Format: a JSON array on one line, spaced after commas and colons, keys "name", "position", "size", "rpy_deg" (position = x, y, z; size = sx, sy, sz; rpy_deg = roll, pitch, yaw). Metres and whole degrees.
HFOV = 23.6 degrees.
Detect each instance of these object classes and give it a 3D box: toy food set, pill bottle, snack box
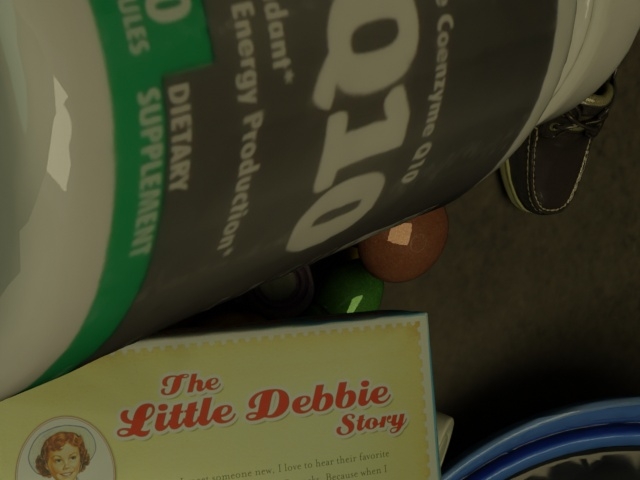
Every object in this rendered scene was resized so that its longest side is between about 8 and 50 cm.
[{"name": "toy food set", "position": [0.000, 0.000, 0.761], "size": [0.218, 0.071, 0.128], "rpy_deg": [-48, 127, -5]}, {"name": "pill bottle", "position": [-0.034, -0.087, 0.565], "size": [0.361, 0.204, 0.204], "rpy_deg": [-24, 124, -48]}, {"name": "snack box", "position": [-0.097, 0.134, 0.652], "size": [0.322, 0.060, 0.187], "rpy_deg": [-4, 90, -26]}]

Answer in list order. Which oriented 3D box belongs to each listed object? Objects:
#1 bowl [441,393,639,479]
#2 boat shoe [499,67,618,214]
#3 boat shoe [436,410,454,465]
[{"name": "bowl", "position": [0.187, 0.283, 0.872], "size": [0.391, 0.077, 0.391], "rpy_deg": [0, 86, -1]}, {"name": "boat shoe", "position": [0.132, -0.081, 0.822], "size": [0.056, 0.049, 0.152], "rpy_deg": [-10, 116, -29]}, {"name": "boat shoe", "position": [-0.037, 0.217, 0.785], "size": [0.319, 0.099, 0.116], "rpy_deg": [-64, 169, -10]}]
